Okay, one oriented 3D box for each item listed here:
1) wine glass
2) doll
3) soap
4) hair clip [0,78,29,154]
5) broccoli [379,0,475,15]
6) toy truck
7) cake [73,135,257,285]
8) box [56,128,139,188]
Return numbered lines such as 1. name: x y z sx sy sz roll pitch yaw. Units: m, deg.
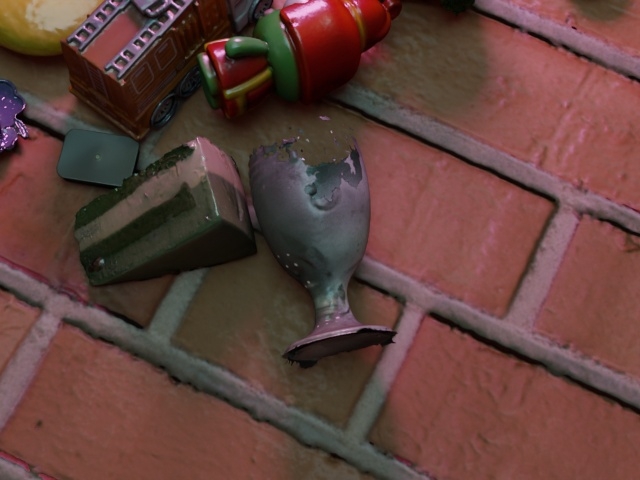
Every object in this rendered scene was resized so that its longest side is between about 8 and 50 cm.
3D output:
1. wine glass: -0.002 0.004 1.627 0.190 0.190 0.357 -9 76 -3
2. doll: -0.022 -0.313 1.734 0.363 0.183 0.160 -29 67 -14
3. soap: -0.514 -0.492 1.831 0.427 0.115 0.306 39 70 12
4. hair clip: -0.552 -0.223 1.761 0.124 0.052 0.195 -18 69 -17
5. broccoli: 0.161 -0.501 1.777 0.269 0.241 0.261 -13 71 -52
6. toy truck: -0.240 -0.373 1.739 0.173 0.207 0.387 36 73 12
7. cake: -0.255 -0.042 1.648 0.283 0.172 0.158 -14 69 -3
8. box: -0.363 -0.131 1.749 0.126 0.031 0.091 8 71 3
